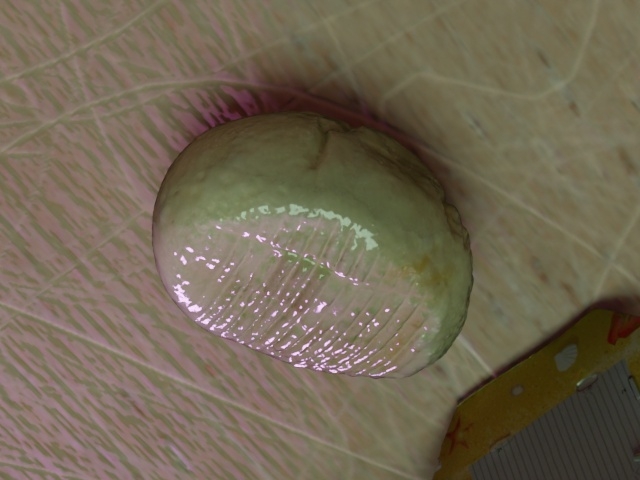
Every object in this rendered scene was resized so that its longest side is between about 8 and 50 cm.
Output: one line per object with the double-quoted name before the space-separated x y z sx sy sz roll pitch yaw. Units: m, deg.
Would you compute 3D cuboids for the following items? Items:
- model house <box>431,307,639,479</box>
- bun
"model house" 0.171 0.178 1.047 0.219 0.207 0.136 -42 136 24
"bun" 0.000 0.000 0.983 0.188 0.111 0.164 19 137 -9
